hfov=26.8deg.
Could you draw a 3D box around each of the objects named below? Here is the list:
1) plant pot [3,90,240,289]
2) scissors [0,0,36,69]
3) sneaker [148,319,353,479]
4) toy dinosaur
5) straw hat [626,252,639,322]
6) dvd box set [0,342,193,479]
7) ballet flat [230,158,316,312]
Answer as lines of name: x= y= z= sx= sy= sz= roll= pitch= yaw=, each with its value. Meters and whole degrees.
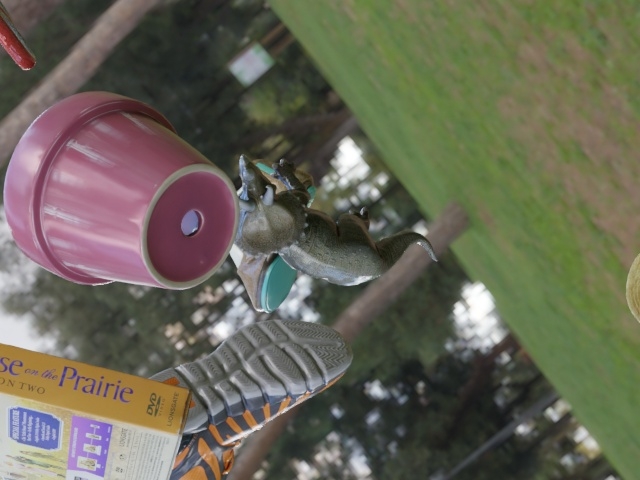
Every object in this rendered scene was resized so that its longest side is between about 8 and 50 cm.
plant pot: x=-0.188 y=-0.037 z=1.361 sx=0.180 sy=0.201 sz=0.201 roll=21 pitch=165 yaw=41
scissors: x=-0.317 y=-0.232 z=1.158 sx=0.109 sy=0.021 sz=0.297 roll=58 pitch=-179 yaw=17
sneaker: x=-0.110 y=0.223 z=1.768 sx=0.125 sy=0.321 sz=0.180 roll=52 pitch=149 yaw=38
toy dinosaur: x=0.000 y=0.000 z=1.591 sx=0.313 sy=0.121 sz=0.160 roll=30 pitch=-156 yaw=-26
straw hat: x=0.431 y=0.059 z=1.547 sx=0.061 sy=0.144 sz=0.144 roll=37 pitch=-166 yaw=-47
dvd box set: x=-0.365 y=0.197 z=1.491 sx=0.420 sy=0.062 sz=0.308 roll=14 pitch=149 yaw=-4
ballet flat: x=-0.089 y=-0.015 z=2.034 sx=0.124 sy=0.116 sz=0.342 roll=35 pitch=153 yaw=12
